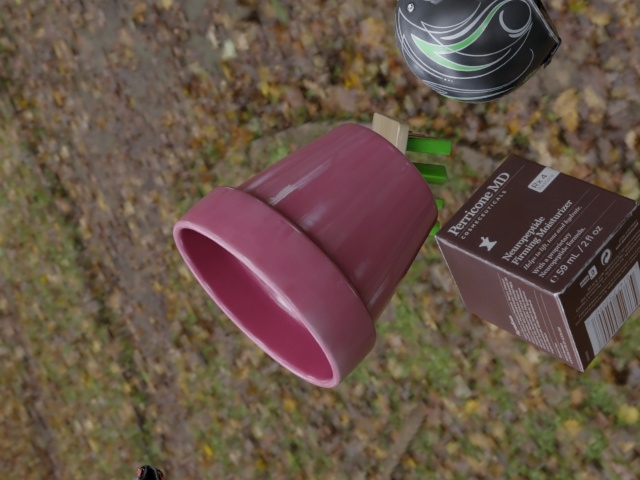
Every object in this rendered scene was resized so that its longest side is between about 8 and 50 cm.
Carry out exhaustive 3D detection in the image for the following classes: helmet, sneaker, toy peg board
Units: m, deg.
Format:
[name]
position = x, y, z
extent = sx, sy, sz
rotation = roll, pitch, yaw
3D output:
[helmet]
position = 0.170, -0.238, 1.263
extent = 0.162, 0.169, 0.169
rotation = -30, 87, 18
[sneaker]
position = -0.194, 0.289, 1.301
extent = 0.158, 0.061, 0.064
rotation = -135, 52, -78
[toy peg board]
position = 0.113, -0.080, 1.482
extent = 0.160, 0.079, 0.161
rotation = -128, 45, -76

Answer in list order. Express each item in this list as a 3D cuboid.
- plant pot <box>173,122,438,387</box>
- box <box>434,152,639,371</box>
[plant pot]
position = 0.000, 0.000, 1.001
extent = 0.201, 0.180, 0.201
rotation = 39, 160, 17
[box]
position = 0.291, 0.026, 1.429
extent = 0.203, 0.168, 0.167
rotation = 28, 157, 42
